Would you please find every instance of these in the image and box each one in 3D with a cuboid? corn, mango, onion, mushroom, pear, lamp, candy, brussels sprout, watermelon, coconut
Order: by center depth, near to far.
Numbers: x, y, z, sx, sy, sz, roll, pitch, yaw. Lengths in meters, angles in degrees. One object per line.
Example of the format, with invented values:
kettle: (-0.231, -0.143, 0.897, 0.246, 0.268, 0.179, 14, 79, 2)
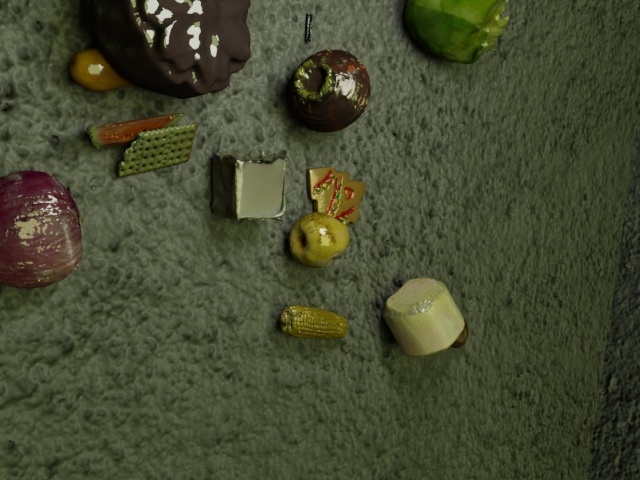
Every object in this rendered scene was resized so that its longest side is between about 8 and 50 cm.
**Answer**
onion: (-0.679, -0.014, 1.544, 0.349, 0.159, 0.267, -13, 99, -37)
mango: (-0.502, -0.404, 1.687, 0.184, 0.085, 0.102, -8, 102, -42)
watermelon: (-0.452, -0.269, 1.715, 0.245, 0.119, 0.063, -15, 92, -33)
candy: (-0.188, -0.147, 1.915, 0.185, 0.137, 0.195, -6, 99, -37)
lamp: (0.021, -0.420, 1.992, 0.247, 0.247, 0.246, -4, 97, -37)
pear: (0.000, 0.000, 2.057, 0.178, 0.178, 0.177, -4, 97, -37)
corn: (-0.020, 0.245, 2.109, 0.262, 0.097, 0.097, 15, 85, -40)
brussels sprout: (0.424, -0.738, 2.235, 0.371, 0.315, 0.275, 74, 18, -59)
coconut: (0.339, 0.262, 2.296, 0.239, 0.239, 0.244, -41, 116, -27)
mushroom: (0.472, 0.313, 2.496, 0.109, 0.085, 0.126, 34, 57, -68)

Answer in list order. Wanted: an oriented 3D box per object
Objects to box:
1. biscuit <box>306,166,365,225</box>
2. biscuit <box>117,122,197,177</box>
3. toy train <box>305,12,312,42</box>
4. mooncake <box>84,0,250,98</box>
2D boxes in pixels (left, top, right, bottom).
biscuit: (0.041, -0.136, 2.152, 0.239, 0.041, 0.212, 45, 70, -32)
biscuit: (-0.402, -0.227, 1.766, 0.203, 0.016, 0.144, -18, 149, -37)
toy train: (-0.035, -0.616, 2.062, 0.017, 0.017, 0.083, 2, 93, -35)
mooncake: (-0.331, -0.523, 1.693, 0.381, 0.212, 0.350, -57, 133, -33)
